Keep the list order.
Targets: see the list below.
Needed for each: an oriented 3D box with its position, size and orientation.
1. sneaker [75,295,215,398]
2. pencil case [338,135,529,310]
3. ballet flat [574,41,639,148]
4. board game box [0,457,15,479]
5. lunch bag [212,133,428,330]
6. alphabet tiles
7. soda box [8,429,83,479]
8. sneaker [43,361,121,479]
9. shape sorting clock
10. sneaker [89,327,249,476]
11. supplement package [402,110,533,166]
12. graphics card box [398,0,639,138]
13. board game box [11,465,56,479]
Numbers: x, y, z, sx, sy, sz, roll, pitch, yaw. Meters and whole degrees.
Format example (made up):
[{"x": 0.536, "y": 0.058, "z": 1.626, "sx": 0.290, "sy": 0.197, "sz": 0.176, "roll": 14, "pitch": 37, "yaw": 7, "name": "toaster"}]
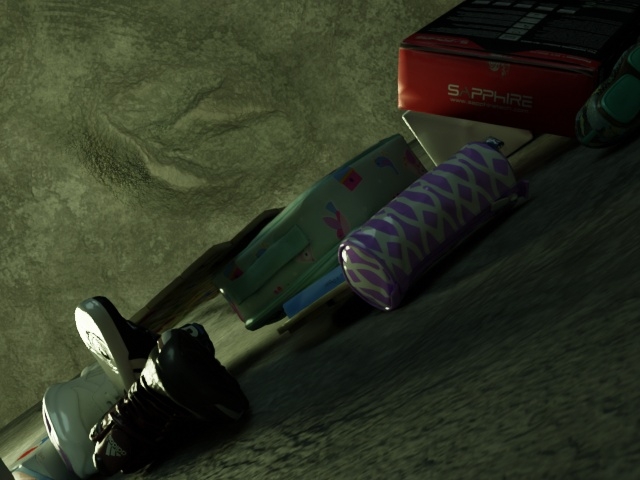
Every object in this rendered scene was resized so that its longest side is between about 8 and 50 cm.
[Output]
[{"x": -0.188, "y": 0.114, "z": 1.199, "sx": 0.121, "sy": 0.217, "sz": 0.079, "roll": -40, "pitch": 48, "yaw": -24, "name": "sneaker"}, {"x": 0.112, "y": -0.015, "z": 1.056, "sx": 0.206, "sy": 0.088, "sz": 0.086, "roll": -38, "pitch": -34, "yaw": -24, "name": "pencil case"}, {"x": 0.310, "y": -0.148, "z": 1.073, "sx": 0.188, "sy": 0.070, "sz": 0.070, "roll": -35, "pitch": 3, "yaw": -38, "name": "ballet flat"}, {"x": -0.430, "y": 0.273, "z": 0.867, "sx": 0.224, "sy": 0.098, "sz": 0.303, "roll": -33, "pitch": 4, "yaw": 44, "name": "board game box"}, {"x": 0.000, "y": 0.000, "z": 1.317, "sx": 0.224, "sy": 0.108, "sz": 0.279, "roll": -37, "pitch": -4, "yaw": -46, "name": "lunch bag"}, {"x": -0.142, "y": 0.047, "z": 1.415, "sx": 0.285, "sy": 0.011, "sz": 0.342, "roll": -40, "pitch": -5, "yaw": 14, "name": "alphabet tiles"}, {"x": -0.333, "y": 0.278, "z": 1.355, "sx": 0.074, "sy": 0.069, "sz": 0.216, "roll": -34, "pitch": 4, "yaw": 10, "name": "soda box"}, {"x": -0.252, "y": 0.193, "z": 1.346, "sx": 0.152, "sy": 0.114, "sz": 0.305, "roll": -26, "pitch": 10, "yaw": 9, "name": "sneaker"}, {"x": 0.040, "y": 0.045, "z": 1.175, "sx": 0.206, "sy": 0.040, "sz": 0.206, "roll": -33, "pitch": -8, "yaw": -5, "name": "shape sorting clock"}, {"x": -0.160, "y": 0.177, "z": 1.048, "sx": 0.162, "sy": 0.106, "sz": 0.281, "roll": -41, "pitch": -5, "yaw": -6, "name": "sneaker"}, {"x": 0.225, "y": -0.185, "z": 1.586, "sx": 0.139, "sy": 0.134, "sz": 0.244, "roll": -34, "pitch": 5, "yaw": 17, "name": "supplement package"}, {"x": 0.270, "y": -0.239, "z": 1.337, "sx": 0.232, "sy": 0.094, "sz": 0.371, "roll": 12, "pitch": 30, "yaw": 22, "name": "graphics card box"}, {"x": -0.321, "y": 0.311, "z": 0.834, "sx": 0.302, "sy": 0.086, "sz": 0.308, "roll": -38, "pitch": 5, "yaw": -22, "name": "board game box"}]
